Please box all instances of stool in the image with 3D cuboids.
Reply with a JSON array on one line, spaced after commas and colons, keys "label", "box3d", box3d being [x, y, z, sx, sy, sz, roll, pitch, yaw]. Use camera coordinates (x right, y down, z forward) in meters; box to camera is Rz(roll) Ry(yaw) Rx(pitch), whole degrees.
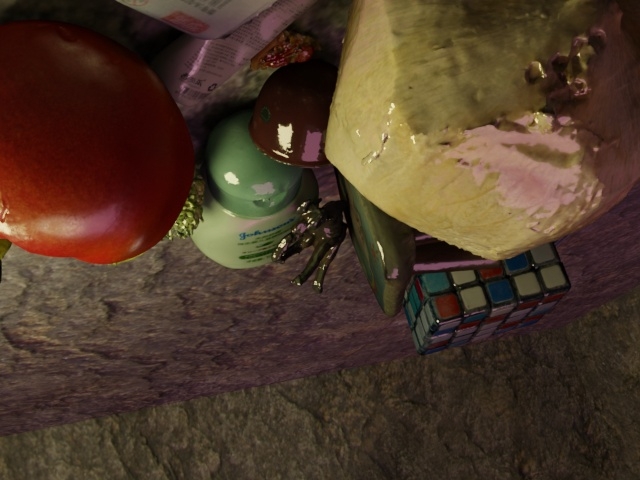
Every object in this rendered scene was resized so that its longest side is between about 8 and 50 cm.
[{"label": "stool", "box3d": [0.152, -0.069, 1.437, 0.226, 0.310, 0.310, -17, 164, -1]}]

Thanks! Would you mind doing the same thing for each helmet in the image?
[{"label": "helmet", "box3d": [-0.009, -0.189, 1.245, 0.175, 0.155, 0.106, -24, 145, -29]}]

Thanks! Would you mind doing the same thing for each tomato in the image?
[{"label": "tomato", "box3d": [-0.277, -0.118, 1.031, 0.299, 0.298, 0.226, 8, 117, -51]}]

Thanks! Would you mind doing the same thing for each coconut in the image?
[{"label": "coconut", "box3d": [0.208, -0.182, 1.044, 0.405, 0.404, 0.404, -15, 162, -5]}]

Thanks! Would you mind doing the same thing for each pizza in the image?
[{"label": "pizza", "box3d": [-0.047, -0.241, 1.174, 0.100, 0.029, 0.099, -19, 175, 1]}]

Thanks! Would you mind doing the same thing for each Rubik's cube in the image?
[{"label": "Rubik's cube", "box3d": [0.311, 0.046, 1.935, 0.293, 0.286, 0.292, -14, 162, -7]}]

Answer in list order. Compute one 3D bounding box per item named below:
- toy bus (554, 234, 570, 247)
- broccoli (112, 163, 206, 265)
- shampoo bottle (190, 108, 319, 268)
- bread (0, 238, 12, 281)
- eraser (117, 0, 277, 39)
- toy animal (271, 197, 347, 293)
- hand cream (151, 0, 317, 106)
[{"label": "toy bus", "box3d": [0.496, -0.064, 2.018, 0.106, 0.130, 0.297, -11, 160, -14]}, {"label": "broccoli", "box3d": [-0.273, -0.059, 1.316, 0.226, 0.176, 0.198, -41, 135, 14]}, {"label": "shampoo bottle", "box3d": [-0.103, -0.080, 1.435, 0.222, 0.151, 0.349, -16, 161, -11]}, {"label": "bread", "box3d": [-0.559, -0.006, 1.139, 0.208, 0.251, 0.376, 23, 172, 15]}, {"label": "eraser", "box3d": [-0.137, -0.289, 0.911, 0.174, 0.081, 0.227, -30, 157, 26]}, {"label": "toy animal", "box3d": [0.000, 0.000, 1.466, 0.148, 0.084, 0.233, -48, 165, 4]}, {"label": "hand cream", "box3d": [-0.085, -0.259, 1.088, 0.336, 0.076, 0.121, -33, 161, 26]}]
